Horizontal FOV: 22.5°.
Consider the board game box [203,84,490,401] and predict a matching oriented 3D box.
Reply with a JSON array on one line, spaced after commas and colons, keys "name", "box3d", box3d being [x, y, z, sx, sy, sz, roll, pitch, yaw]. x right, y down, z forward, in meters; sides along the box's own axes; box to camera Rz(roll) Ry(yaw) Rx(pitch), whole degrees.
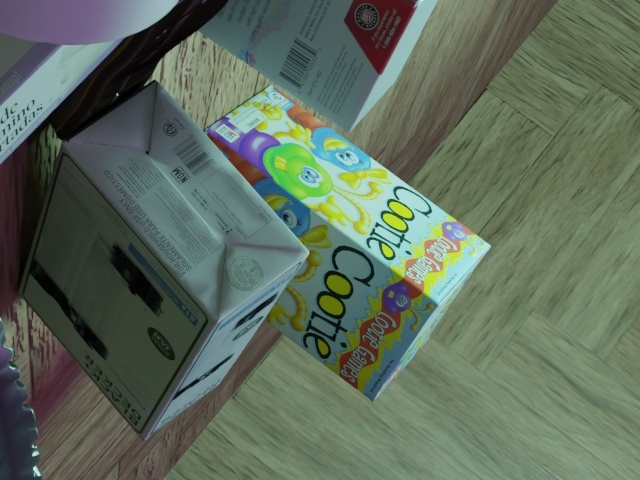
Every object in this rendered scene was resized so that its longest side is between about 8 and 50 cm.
[{"name": "board game box", "box3d": [0.000, 0.000, 1.577, 0.144, 0.275, 0.142, -59, 170, 34]}]

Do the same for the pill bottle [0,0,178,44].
[{"name": "pill bottle", "box3d": [-0.079, -0.218, 0.597, 0.161, 0.161, 0.283, -47, 170, -40]}]

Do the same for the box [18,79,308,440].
[{"name": "box", "box3d": [-0.127, 0.026, 1.199, 0.087, 0.169, 0.290, -38, 173, -26]}]

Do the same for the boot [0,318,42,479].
[{"name": "boot", "box3d": [-0.345, 0.166, 0.706, 0.445, 0.146, 0.367, -30, 141, -22]}]

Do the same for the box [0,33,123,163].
[{"name": "box", "box3d": [-0.148, -0.132, 0.909, 0.324, 0.067, 0.063, -49, 170, -24]}]

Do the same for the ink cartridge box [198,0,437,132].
[{"name": "ink cartridge box", "box3d": [-0.015, -0.179, 1.090, 0.072, 0.175, 0.127, -50, 172, -43]}]

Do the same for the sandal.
[{"name": "sandal", "box3d": [-0.121, -0.148, 1.061, 0.219, 0.060, 0.090, -41, 176, 41]}]
